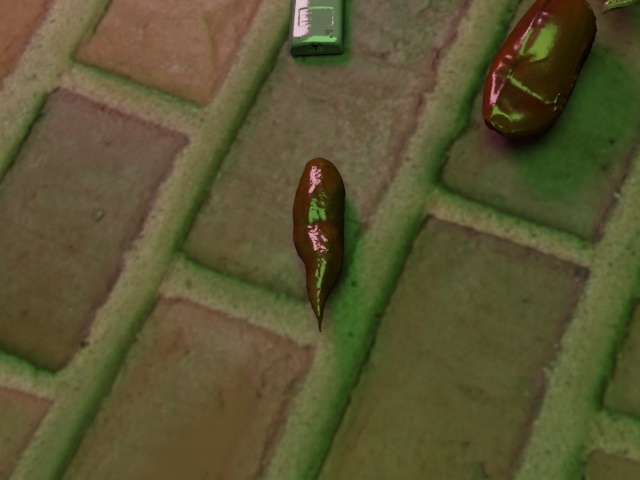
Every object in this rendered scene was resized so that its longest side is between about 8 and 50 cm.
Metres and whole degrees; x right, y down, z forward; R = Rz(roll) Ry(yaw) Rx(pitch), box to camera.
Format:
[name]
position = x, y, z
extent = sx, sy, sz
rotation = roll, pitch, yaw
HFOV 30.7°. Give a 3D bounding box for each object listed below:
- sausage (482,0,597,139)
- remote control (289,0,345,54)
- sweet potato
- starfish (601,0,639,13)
[sausage]
position = 0.219, -0.174, 1.168
extent = 0.089, 0.089, 0.179
rotation = 27, 75, 18
[remote control]
position = -0.003, -0.277, 1.268
extent = 0.061, 0.029, 0.162
rotation = -3, 66, 8
[sweet potato]
position = 0.000, 0.000, 1.126
extent = 0.056, 0.056, 0.195
rotation = -6, 57, 5
[starfish]
position = 0.298, -0.309, 1.210
extent = 0.238, 0.057, 0.213
rotation = 4, 52, -15
